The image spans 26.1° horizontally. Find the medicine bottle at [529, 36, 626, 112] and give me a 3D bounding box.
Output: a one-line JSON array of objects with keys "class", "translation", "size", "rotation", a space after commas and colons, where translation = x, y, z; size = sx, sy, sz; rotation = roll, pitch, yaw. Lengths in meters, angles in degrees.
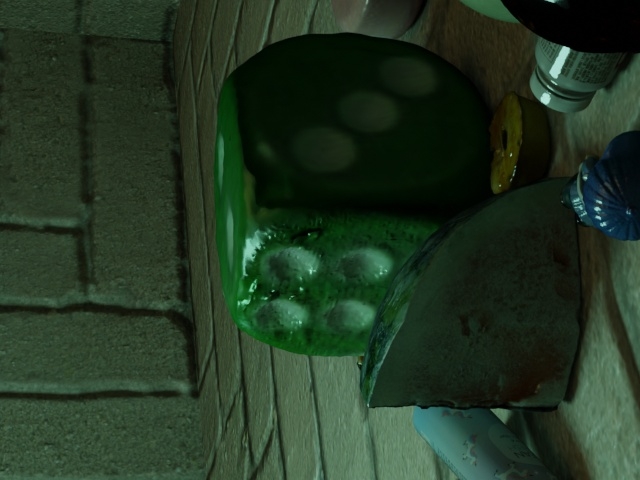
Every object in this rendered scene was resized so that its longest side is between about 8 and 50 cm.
[{"class": "medicine bottle", "translation": [0.242, -0.186, 1.256], "size": [0.140, 0.079, 0.079], "rotation": [109, 158, -48]}]

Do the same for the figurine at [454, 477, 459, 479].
[{"class": "figurine", "translation": [0.177, 0.251, 1.477], "size": [0.047, 0.064, 0.109], "rotation": [88, -165, -73]}]

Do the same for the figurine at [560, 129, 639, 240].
[{"class": "figurine", "translation": [0.253, -0.042, 1.208], "size": [0.086, 0.087, 0.149], "rotation": [55, 167, -5]}]

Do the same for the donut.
[{"class": "donut", "translation": [0.209, -0.101, 1.445], "size": [0.097, 0.043, 0.108], "rotation": [143, 130, -72]}]

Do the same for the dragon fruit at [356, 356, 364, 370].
[{"class": "dragon fruit", "translation": [0.090, 0.153, 1.739], "size": [0.086, 0.116, 0.081], "rotation": [-30, 25, 55]}]

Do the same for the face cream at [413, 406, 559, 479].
[{"class": "face cream", "translation": [0.178, 0.228, 1.386], "size": [0.229, 0.075, 0.075], "rotation": [45, 133, 52]}]

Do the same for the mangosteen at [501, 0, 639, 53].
[{"class": "mangosteen", "translation": [0.218, -0.272, 1.036], "size": [0.265, 0.228, 0.228], "rotation": [67, 163, 2]}]

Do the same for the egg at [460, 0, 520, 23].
[{"class": "egg", "translation": [0.183, -0.296, 1.298], "size": [0.217, 0.183, 0.183], "rotation": [64, -169, -46]}]

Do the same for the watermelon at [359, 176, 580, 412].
[{"class": "watermelon", "translation": [0.187, 0.068, 1.396], "size": [0.289, 0.213, 0.320], "rotation": [-53, -22, 7]}]

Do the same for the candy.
[{"class": "candy", "translation": [0.083, -0.402, 1.884], "size": [0.255, 0.094, 0.255], "rotation": [-177, 90, -76]}]

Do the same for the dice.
[{"class": "dice", "translation": [0.029, -0.051, 1.635], "size": [0.287, 0.297, 0.300], "rotation": [105, 161, -47]}]
